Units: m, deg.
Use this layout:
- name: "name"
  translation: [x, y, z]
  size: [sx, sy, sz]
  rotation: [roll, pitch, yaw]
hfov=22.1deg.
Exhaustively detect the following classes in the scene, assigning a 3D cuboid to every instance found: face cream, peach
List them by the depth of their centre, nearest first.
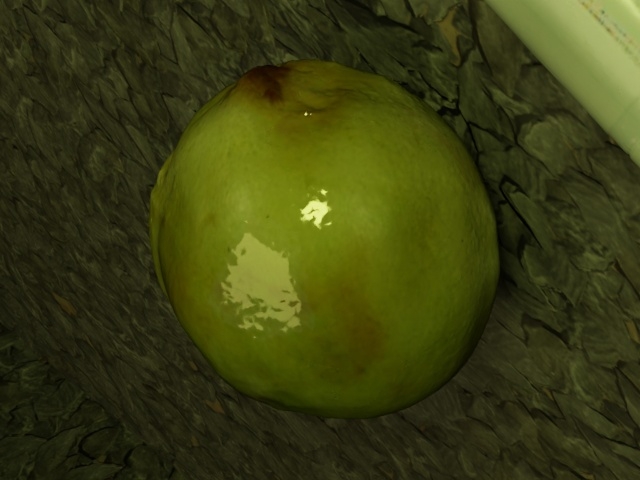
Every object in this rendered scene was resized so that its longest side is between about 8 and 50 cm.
- name: "face cream"
  translation: [0.242, -0.107, 1.042]
  size: [0.370, 0.145, 0.145]
  rotation: [50, 157, 9]
- name: "peach"
  translation: [0.005, 0.006, 1.456]
  size: [0.281, 0.314, 0.316]
  rotation: [-102, 21, -61]
